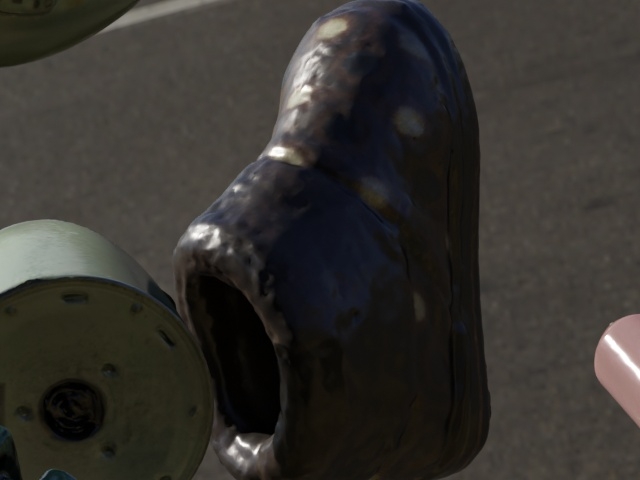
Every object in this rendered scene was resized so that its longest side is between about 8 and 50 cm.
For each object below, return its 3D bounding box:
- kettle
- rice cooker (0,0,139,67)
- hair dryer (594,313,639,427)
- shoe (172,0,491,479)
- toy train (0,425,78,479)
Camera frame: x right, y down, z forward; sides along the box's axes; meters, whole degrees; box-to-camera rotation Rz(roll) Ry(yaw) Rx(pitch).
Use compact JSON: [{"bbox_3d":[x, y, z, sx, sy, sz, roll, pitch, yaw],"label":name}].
[{"bbox_3d":[-0.195,0.074,1.099,0.240,0.165,0.255,-2,13,-13],"label":"kettle"},{"bbox_3d":[-0.222,-0.230,0.854,0.277,0.288,0.288,17,36,42],"label":"rice cooker"},{"bbox_3d":[0.250,0.120,0.955,0.125,0.210,0.352,4,27,-26],"label":"hair dryer"},{"bbox_3d":[0.000,0.000,1.290,0.237,0.384,0.171,1,-6,-44],"label":"shoe"},{"bbox_3d":[-0.142,0.115,0.482,0.111,0.071,0.170,21,44,30],"label":"toy train"}]
